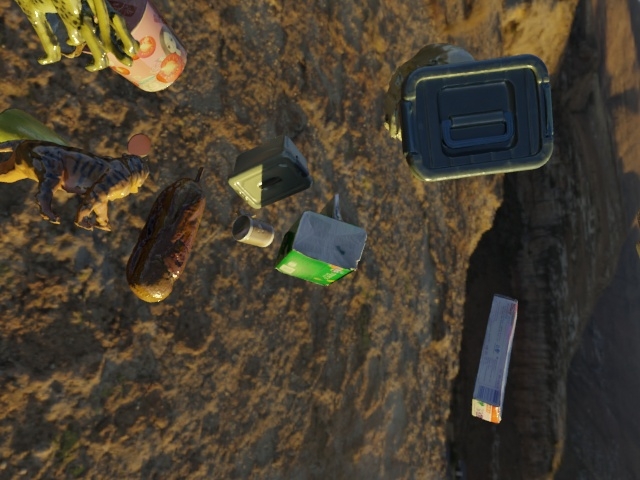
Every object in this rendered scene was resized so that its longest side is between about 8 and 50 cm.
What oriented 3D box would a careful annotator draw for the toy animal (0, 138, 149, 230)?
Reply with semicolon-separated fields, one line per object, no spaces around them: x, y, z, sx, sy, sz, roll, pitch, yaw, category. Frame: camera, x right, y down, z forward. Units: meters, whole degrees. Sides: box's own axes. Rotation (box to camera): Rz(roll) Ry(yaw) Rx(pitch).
-0.346;-0.088;0.654;0.255;0.114;0.116;17;88;-33;toy animal

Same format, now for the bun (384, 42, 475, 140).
0.225;-0.318;1.151;0.141;0.239;0.238;19;65;-32;bun

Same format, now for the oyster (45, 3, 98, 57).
-0.368;-0.459;0.829;0.079;0.129;0.344;7;94;-55;oyster

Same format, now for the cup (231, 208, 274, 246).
-0.191;-0.030;1.447;0.099;0.102;0.074;20;101;-49;cup

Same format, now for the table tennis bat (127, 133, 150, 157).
-0.389;-0.189;1.124;0.050;0.007;0.083;-13;128;-42;table tennis bat

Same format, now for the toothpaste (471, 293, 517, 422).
0.258;0.165;0.769;0.196;0.040;0.047;-61;149;-41;toothpaste

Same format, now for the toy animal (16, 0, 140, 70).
-0.259;-0.243;0.518;0.073;0.182;0.136;-46;140;-27;toy animal

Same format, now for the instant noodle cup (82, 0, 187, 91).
-0.516;-0.557;1.455;0.231;0.243;0.242;42;49;-64;instant noodle cup

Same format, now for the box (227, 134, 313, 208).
-0.111;-0.160;1.188;0.124;0.172;0.092;48;30;-44;box

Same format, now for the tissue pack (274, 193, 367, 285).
0.002;0.000;1.177;0.209;0.148;0.156;135;-26;-69;tissue pack

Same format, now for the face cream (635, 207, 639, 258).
0.316;0.007;0.409;0.117;0.117;0.104;16;62;-62;face cream

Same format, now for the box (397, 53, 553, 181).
0.101;-0.082;0.363;0.054;0.100;0.074;-118;-159;-83;box

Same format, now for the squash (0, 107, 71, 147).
-0.637;-0.221;1.214;0.094;0.224;0.094;-57;166;-22;squash

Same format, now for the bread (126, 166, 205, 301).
-0.342;-0.022;1.223;0.124;0.084;0.343;33;73;-43;bread
